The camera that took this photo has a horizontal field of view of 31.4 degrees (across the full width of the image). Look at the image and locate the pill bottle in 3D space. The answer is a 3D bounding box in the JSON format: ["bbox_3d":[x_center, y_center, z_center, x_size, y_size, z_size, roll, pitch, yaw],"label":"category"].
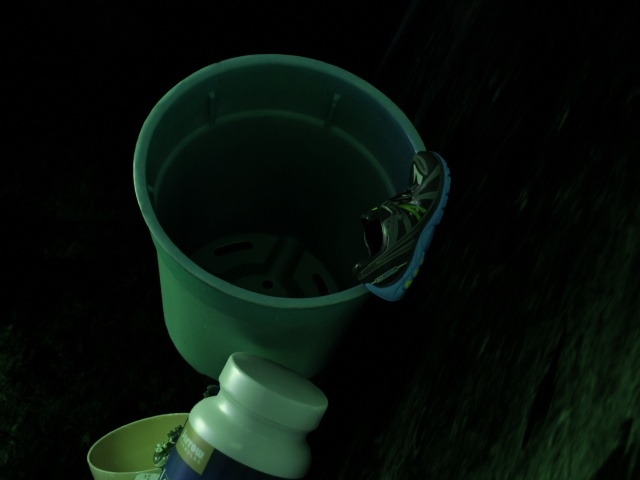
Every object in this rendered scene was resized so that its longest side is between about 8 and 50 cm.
[{"bbox_3d":[-0.102,0.273,1.299,0.153,0.153,0.265,-94,30,-82],"label":"pill bottle"}]

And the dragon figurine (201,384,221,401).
[{"bbox_3d":[-0.094,0.265,1.744,0.289,0.144,0.085,-29,-32,-62],"label":"dragon figurine"}]

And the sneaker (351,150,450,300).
[{"bbox_3d":[0.086,-0.026,1.223,0.188,0.078,0.067,-66,4,-28],"label":"sneaker"}]

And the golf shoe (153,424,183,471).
[{"bbox_3d":[-0.172,0.348,2.047,0.273,0.120,0.105,-38,20,-24],"label":"golf shoe"}]

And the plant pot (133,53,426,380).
[{"bbox_3d":[-0.063,0.010,1.412,0.334,0.341,0.341,107,-175,-57],"label":"plant pot"}]

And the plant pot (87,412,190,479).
[{"bbox_3d":[-0.341,0.518,2.455,0.284,0.284,0.191,-78,-21,-74],"label":"plant pot"}]

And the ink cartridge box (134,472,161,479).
[{"bbox_3d":[-0.292,0.540,2.024,0.153,0.086,0.209,-73,-19,-66],"label":"ink cartridge box"}]
